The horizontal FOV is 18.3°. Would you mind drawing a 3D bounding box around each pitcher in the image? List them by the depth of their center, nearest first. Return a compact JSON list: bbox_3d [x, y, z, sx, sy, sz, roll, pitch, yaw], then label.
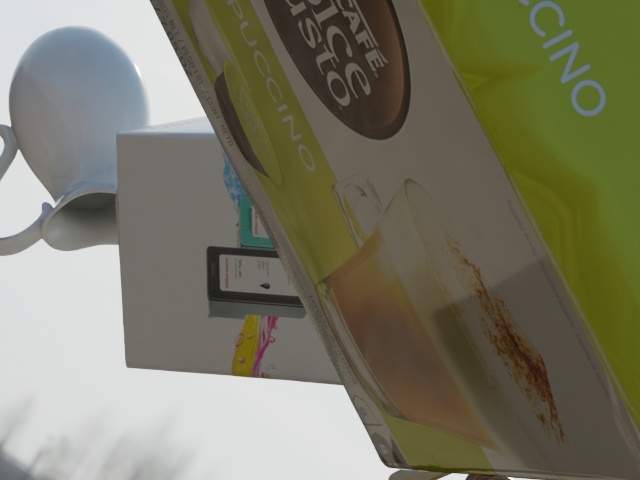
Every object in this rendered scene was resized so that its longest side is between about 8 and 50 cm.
[{"bbox_3d":[-0.233,-0.083,1.762,0.125,0.178,0.207,88,-11,-55],"label":"pitcher"}]

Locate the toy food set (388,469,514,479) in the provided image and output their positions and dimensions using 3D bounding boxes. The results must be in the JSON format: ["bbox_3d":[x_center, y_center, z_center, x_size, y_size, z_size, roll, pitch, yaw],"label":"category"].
[{"bbox_3d":[0.102,0.217,1.354,0.132,0.192,0.038,-24,-37,18],"label":"toy food set"}]

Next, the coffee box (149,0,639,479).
[{"bbox_3d":[0.151,-0.106,1.014,0.337,0.338,0.334,62,-18,-5],"label":"coffee box"}]

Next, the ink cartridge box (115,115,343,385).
[{"bbox_3d":[0.000,0.000,1.603,0.270,0.197,0.198,3,10,27],"label":"ink cartridge box"}]
